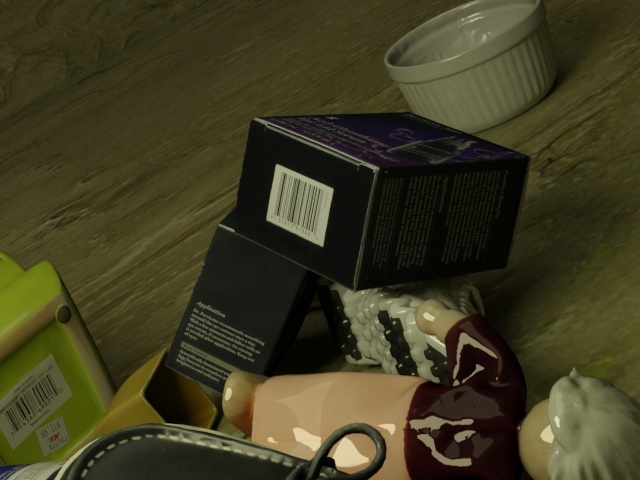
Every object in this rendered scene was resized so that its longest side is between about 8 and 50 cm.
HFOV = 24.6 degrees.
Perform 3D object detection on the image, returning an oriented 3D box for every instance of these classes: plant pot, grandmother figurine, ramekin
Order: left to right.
[{"bbox_3d":[-0.331,0.144,1.401,0.207,0.227,0.228,3,34,42],"label":"plant pot"},{"bbox_3d":[-0.158,0.166,1.348,0.083,0.081,0.081,-31,17,26],"label":"plant pot"},{"bbox_3d":[0.082,0.142,1.079,0.342,0.104,0.208,-3,74,34],"label":"grandmother figurine"},{"bbox_3d":[0.193,-0.214,1.807,0.207,0.109,0.207,-23,21,9],"label":"ramekin"}]

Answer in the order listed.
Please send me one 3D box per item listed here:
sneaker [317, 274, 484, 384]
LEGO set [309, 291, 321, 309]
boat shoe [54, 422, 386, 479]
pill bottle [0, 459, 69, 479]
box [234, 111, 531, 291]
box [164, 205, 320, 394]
[{"bbox_3d":[0.094,0.070,1.260,0.118,0.110,0.292,-21,20,-14],"label":"sneaker"},{"bbox_3d":[0.000,0.000,1.516,0.132,0.107,0.287,-28,21,-7],"label":"LEGO set"},{"bbox_3d":[0.007,0.198,0.817,0.187,0.156,0.500,-36,37,-26],"label":"boat shoe"},{"bbox_3d":[-0.200,0.242,1.100,0.264,0.153,0.153,-10,26,35],"label":"pill bottle"},{"bbox_3d":[0.055,-0.039,1.264,0.153,0.108,0.207,24,22,39],"label":"box"},{"bbox_3d":[-0.057,0.042,1.364,0.093,0.158,0.156,26,25,5],"label":"box"}]
